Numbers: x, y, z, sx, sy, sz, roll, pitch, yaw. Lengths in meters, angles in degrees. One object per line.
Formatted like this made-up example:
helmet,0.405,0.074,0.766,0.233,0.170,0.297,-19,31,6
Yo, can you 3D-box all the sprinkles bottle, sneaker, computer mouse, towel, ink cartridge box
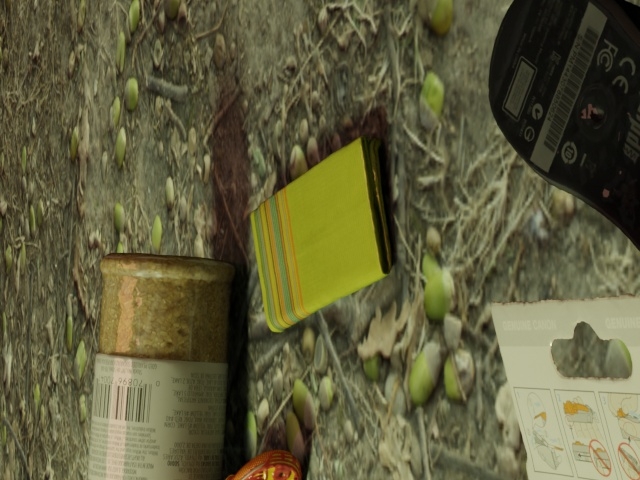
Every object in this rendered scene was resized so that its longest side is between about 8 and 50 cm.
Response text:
sprinkles bottle,-0.141,0.191,1.459,0.121,0.121,0.355,176,98,-70
sneaker,-0.061,0.207,1.362,0.175,0.064,0.067,121,153,-50
computer mouse,0.160,-0.005,0.772,0.262,0.060,0.184,42,125,49
towel,0.000,0.000,1.260,0.237,0.021,0.102,149,113,-66
ink cartridge box,0.155,0.129,0.726,0.181,0.056,0.225,170,88,-70
